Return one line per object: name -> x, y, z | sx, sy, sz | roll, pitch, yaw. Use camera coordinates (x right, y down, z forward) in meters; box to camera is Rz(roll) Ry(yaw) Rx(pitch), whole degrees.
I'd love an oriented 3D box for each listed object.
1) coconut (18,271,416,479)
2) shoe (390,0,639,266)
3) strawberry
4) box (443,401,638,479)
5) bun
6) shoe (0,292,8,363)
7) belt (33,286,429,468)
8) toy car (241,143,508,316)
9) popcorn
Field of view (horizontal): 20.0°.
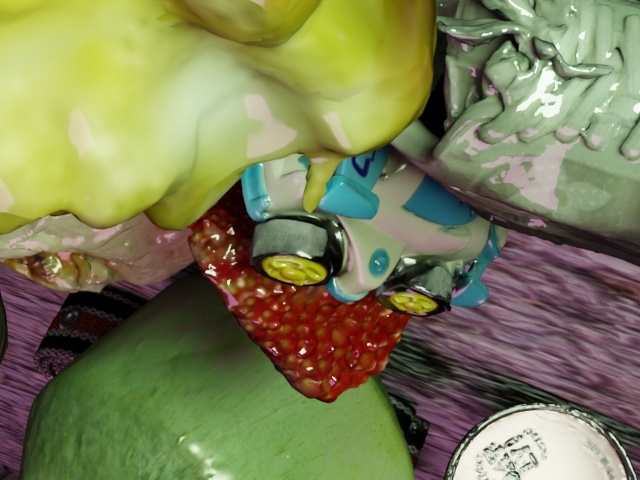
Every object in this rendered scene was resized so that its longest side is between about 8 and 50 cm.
coconut -> -0.069, 0.181, 1.441 | 0.328, 0.328, 0.281 | 21, 136, 9
shoe -> 0.116, -0.055, 0.745 | 0.149, 0.109, 0.293 | 29, 168, -36
strawberry -> 0.003, 0.006, 1.075 | 0.175, 0.106, 0.236 | 61, -173, -16
box -> 0.168, 0.207, 1.441 | 0.151, 0.151, 0.135 | 22, 172, 3
bun -> -0.167, -0.028, 1.183 | 0.222, 0.127, 0.222 | 22, 161, 8
shoe -> -0.357, 0.003, 1.323 | 0.384, 0.171, 0.237 | 43, 171, 18
belt -> -0.082, 0.137, 1.641 | 0.359, 0.094, 0.126 | 20, 159, 7
toy car -> 0.045, -0.028, 0.924 | 0.161, 0.126, 0.098 | 24, 156, -26
popcorn -> -0.110, -0.139, 0.494 | 0.312, 0.312, 0.312 | 21, 163, 7
